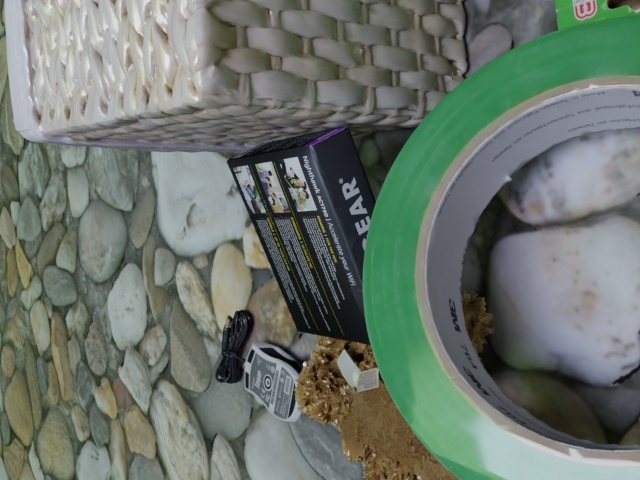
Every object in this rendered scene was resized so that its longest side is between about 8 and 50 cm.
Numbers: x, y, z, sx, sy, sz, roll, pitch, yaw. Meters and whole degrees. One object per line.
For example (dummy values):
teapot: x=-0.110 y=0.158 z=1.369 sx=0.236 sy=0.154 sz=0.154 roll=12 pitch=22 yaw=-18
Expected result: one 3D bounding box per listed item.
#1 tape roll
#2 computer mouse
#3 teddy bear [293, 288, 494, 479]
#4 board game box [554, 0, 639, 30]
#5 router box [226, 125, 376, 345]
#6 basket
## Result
tape roll: x=0.185 y=0.020 z=0.450 sx=0.321 sy=0.077 sz=0.321 roll=-8 pitch=74 yaw=29
computer mouse: x=-0.065 y=0.161 z=0.851 sx=0.193 sy=0.042 sz=0.106 roll=25 pitch=107 yaw=50
teddy bear: x=0.090 y=0.155 z=0.648 sx=0.338 sy=0.113 sz=0.245 roll=10 pitch=94 yaw=54
board game box: x=0.221 y=-0.285 z=0.498 sx=0.124 sy=0.039 sz=0.259 roll=-5 pitch=87 yaw=48
router box: x=0.000 y=0.000 z=0.598 sx=0.133 sy=0.046 sz=0.179 roll=1 pitch=117 yaw=54
basket: x=-0.069 y=-0.248 z=0.604 sx=0.266 sy=0.331 sz=0.328 roll=2 pitch=96 yaw=45
